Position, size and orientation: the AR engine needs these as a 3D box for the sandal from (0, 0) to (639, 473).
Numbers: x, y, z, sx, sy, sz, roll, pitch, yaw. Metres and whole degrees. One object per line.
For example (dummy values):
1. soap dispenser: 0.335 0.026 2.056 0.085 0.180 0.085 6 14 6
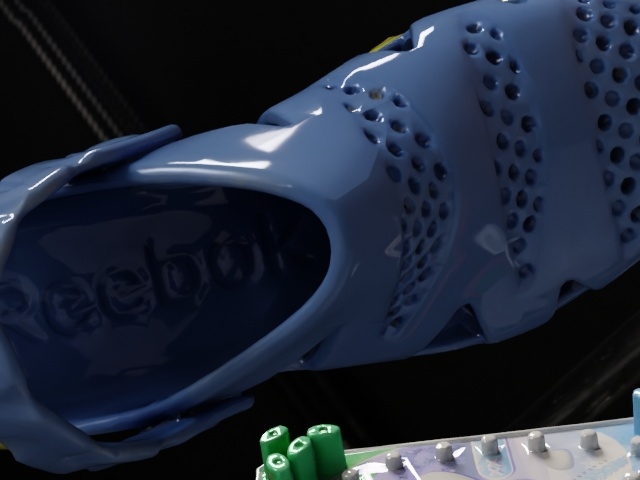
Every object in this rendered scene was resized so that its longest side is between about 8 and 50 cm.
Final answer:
1. sandal: 0.000 0.000 0.396 0.317 0.138 0.126 -23 -85 -6

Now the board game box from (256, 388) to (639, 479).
1. board game box: 0.140 0.223 0.822 0.389 0.390 0.050 -7 -68 2
